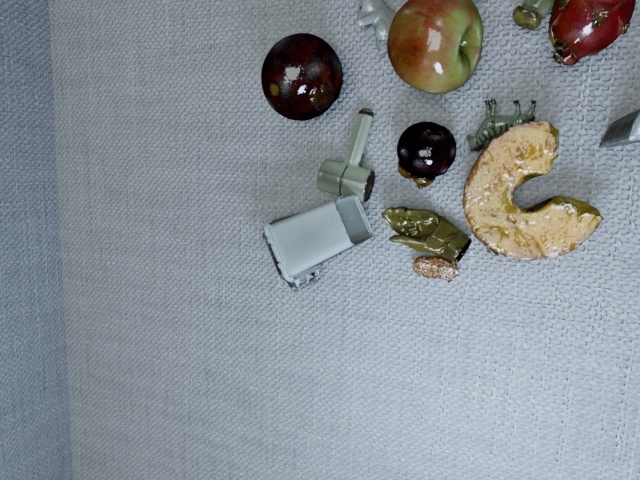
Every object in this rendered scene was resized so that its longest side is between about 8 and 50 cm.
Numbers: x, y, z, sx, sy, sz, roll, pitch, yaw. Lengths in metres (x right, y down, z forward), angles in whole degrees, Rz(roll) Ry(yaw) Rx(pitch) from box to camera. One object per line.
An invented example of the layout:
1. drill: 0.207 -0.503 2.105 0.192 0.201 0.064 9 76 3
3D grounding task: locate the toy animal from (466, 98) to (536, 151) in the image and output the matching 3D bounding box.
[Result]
1. toy animal: 0.609 -0.388 1.542 0.217 0.073 0.176 3 104 17

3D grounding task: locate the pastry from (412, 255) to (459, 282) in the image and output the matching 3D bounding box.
1. pastry: 0.430 0.098 1.688 0.169 0.063 0.087 12 110 15

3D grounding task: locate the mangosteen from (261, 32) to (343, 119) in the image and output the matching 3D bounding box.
1. mangosteen: -0.087 -0.613 1.676 0.359 0.306 0.306 48 113 31

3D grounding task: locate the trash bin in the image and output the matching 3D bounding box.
1. trash bin: 0.000 0.000 1.710 0.367 0.256 0.296 -24 86 36

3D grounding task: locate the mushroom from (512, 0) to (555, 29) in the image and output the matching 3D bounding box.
1. mushroom: 0.742 -0.810 1.427 0.100 0.081 0.312 42 106 8

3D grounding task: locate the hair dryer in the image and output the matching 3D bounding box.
1. hair dryer: 0.130 -0.342 1.724 0.203 0.128 0.362 18 96 19

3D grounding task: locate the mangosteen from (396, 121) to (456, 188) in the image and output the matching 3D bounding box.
1. mangosteen: 0.366 -0.289 1.598 0.211 0.211 0.250 20 135 18

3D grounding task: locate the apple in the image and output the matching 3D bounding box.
1. apple: 0.365 -0.643 1.478 0.277 0.319 0.319 20 105 38

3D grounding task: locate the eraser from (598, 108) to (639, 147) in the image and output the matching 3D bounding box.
1. eraser: 0.916 -0.320 1.248 0.213 0.397 0.082 -8 94 22

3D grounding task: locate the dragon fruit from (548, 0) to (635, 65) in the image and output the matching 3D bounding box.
1. dragon fruit: 0.795 -0.680 1.329 0.250 0.250 0.315 31 99 15

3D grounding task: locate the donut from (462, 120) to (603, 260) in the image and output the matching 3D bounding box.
1. donut: 0.667 -0.151 1.505 0.377 0.163 0.435 -21 91 24

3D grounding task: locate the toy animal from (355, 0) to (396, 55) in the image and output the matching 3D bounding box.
1. toy animal: 0.186 -0.801 1.621 0.138 0.140 0.282 -40 85 13

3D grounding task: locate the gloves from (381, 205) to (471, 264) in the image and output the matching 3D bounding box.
1. gloves: 0.374 -0.033 1.646 0.331 0.141 0.154 29 123 14
